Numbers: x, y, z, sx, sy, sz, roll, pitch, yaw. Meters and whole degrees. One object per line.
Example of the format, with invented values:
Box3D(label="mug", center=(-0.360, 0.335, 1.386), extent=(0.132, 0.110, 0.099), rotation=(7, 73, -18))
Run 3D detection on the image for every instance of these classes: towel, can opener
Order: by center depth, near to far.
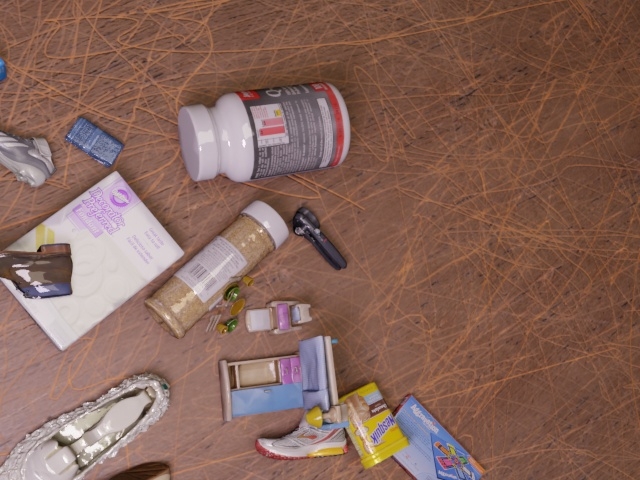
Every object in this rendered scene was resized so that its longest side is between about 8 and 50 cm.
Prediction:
Box3D(label="towel", center=(-0.509, -0.222, 1.692), extent=(0.119, 0.029, 0.067), rotation=(34, 71, -12))
Box3D(label="can opener", center=(0.000, 0.000, 1.832), extent=(0.073, 0.059, 0.186), rotation=(-43, 97, -22))

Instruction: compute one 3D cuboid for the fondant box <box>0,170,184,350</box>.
Box3D(label="fondant box", center=(-0.500, 0.043, 1.614), extent=(0.330, 0.096, 0.238), rotation=(-41, 96, -23))

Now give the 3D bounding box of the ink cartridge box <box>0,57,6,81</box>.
Box3D(label="ink cartridge box", center=(-0.795, -0.358, 1.576), extent=(0.203, 0.086, 0.148), rotation=(-44, 98, -22))

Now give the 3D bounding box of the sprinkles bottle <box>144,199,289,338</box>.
Box3D(label="sprinkles bottle", center=(-0.232, 0.062, 1.699), extent=(0.355, 0.121, 0.121), rotation=(-44, 97, -21))

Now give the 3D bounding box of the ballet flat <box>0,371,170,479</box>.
Box3D(label="ballet flat", center=(-0.487, 0.405, 1.536), extent=(0.409, 0.147, 0.147), rotation=(-37, 95, -22))

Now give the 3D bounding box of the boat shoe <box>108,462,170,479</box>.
Box3D(label="boat shoe", center=(-0.447, 0.568, 1.509), extent=(0.342, 0.123, 0.123), rotation=(-16, 103, -45))

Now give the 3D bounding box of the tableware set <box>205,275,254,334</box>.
Box3D(label="tableware set", center=(-0.195, 0.148, 1.693), extent=(0.024, 0.104, 0.154), rotation=(34, 108, 26))

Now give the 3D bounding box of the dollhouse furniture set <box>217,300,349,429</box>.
Box3D(label="dollhouse furniture set", center=(-0.089, 0.267, 1.620), extent=(0.198, 0.303, 0.286), rotation=(-3, 82, -22))

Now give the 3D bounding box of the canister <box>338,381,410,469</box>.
Box3D(label="canister", center=(0.118, 0.434, 1.769), extent=(0.126, 0.073, 0.170), rotation=(-19, 71, -34))

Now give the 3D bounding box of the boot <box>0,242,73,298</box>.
Box3D(label="boot", center=(-0.597, 0.074, 1.478), extent=(0.219, 0.082, 0.106), rotation=(-11, 82, -23))

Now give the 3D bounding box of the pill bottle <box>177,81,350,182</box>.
Box3D(label="pill bottle", center=(-0.131, -0.248, 1.744), extent=(0.363, 0.210, 0.210), rotation=(-11, 85, -23))

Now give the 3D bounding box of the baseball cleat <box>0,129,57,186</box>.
Box3D(label="baseball cleat", center=(-0.665, -0.206, 1.619), extent=(0.206, 0.072, 0.109), rotation=(45, 55, -13))

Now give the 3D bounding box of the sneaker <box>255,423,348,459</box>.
Box3D(label="sneaker", center=(-0.046, 0.458, 1.729), extent=(0.225, 0.088, 0.092), rotation=(3, 72, -28))

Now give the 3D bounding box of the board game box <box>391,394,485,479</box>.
Box3D(label="board game box", center=(0.272, 0.532, 1.860), extent=(0.281, 0.027, 0.145), rotation=(46, 70, -8))
